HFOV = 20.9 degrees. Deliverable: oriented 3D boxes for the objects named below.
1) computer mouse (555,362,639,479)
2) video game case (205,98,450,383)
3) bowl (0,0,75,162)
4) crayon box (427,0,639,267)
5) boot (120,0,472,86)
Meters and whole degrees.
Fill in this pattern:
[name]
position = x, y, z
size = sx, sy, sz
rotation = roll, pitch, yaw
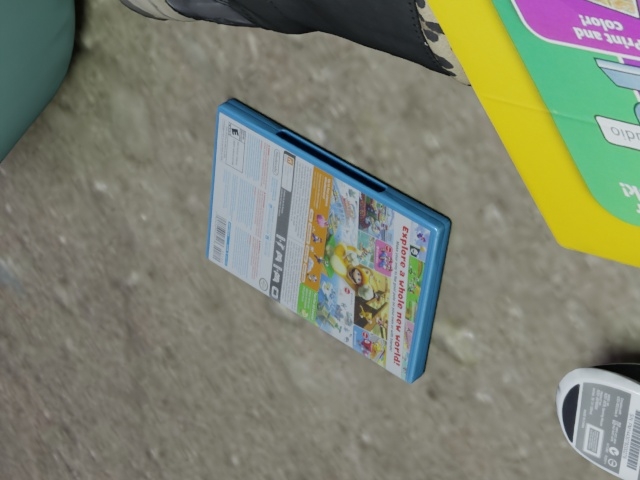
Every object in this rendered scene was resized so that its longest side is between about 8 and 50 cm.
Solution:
[computer mouse]
position = 0.212, 0.106, 0.881
size = 0.193, 0.042, 0.106
rotation = 24, 135, 25
[video game case]
position = 0.000, 0.000, 1.037
size = 0.166, 0.015, 0.119
rotation = 31, 133, 27
[bowl]
position = -0.271, -0.159, 1.084
size = 0.311, 0.163, 0.311
rotation = 25, 131, 32
[crayon box]
position = 0.187, -0.091, 0.550
size = 0.363, 0.106, 0.313
rotation = 18, 153, 44
[boot]
position = 0.002, -0.237, 0.782
size = 0.284, 0.138, 0.377
rotation = 24, 134, 33
